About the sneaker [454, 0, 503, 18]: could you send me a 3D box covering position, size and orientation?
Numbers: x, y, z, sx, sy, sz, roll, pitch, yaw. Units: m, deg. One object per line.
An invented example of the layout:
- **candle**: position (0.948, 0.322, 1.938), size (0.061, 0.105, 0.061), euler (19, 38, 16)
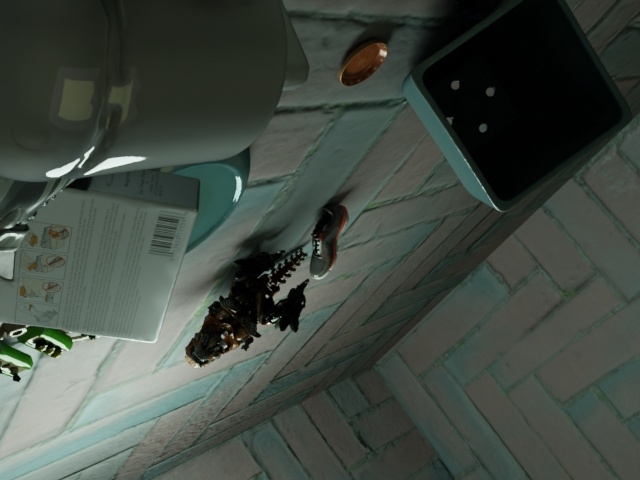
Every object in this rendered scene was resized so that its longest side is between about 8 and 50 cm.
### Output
- **sneaker**: position (0.250, -0.373, 1.056), size (0.152, 0.058, 0.084), euler (-42, 171, 36)

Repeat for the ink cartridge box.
- **ink cartridge box**: position (-0.294, 0.016, 0.924), size (0.239, 0.060, 0.275), euler (11, 135, -17)

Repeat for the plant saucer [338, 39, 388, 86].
- **plant saucer**: position (0.059, -0.255, 1.073), size (0.083, 0.013, 0.083), euler (-32, 162, -12)

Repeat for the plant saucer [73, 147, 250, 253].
- **plant saucer**: position (-0.224, -0.037, 1.051), size (0.317, 0.044, 0.317), euler (-32, 162, -12)

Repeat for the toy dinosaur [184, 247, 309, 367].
- **toy dinosaur**: position (-0.139, 0.114, 1.477), size (0.218, 0.164, 0.322), euler (-37, -153, 55)

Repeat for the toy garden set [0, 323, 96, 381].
- **toy garden set**: position (-0.440, 0.160, 1.077), size (0.244, 0.049, 0.204), euler (-26, 160, -5)

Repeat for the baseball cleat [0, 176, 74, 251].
- **baseball cleat**: position (-0.294, -0.057, 0.764), size (0.206, 0.072, 0.109), euler (-34, 147, -46)

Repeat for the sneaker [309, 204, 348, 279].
- **sneaker**: position (0.000, 0.000, 1.490), size (0.065, 0.061, 0.158), euler (8, 102, -46)

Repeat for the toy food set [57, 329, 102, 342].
- **toy food set**: position (-0.362, 0.102, 1.167), size (0.132, 0.038, 0.192), euler (-7, 152, -44)

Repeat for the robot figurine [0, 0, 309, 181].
- **robot figurine**: position (-0.169, -0.154, 0.607), size (0.300, 0.200, 0.353), euler (-33, 169, 39)

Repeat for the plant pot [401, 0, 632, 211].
- **plant pot**: position (0.274, -0.217, 1.189), size (0.247, 0.248, 0.252), euler (-36, -171, -3)
